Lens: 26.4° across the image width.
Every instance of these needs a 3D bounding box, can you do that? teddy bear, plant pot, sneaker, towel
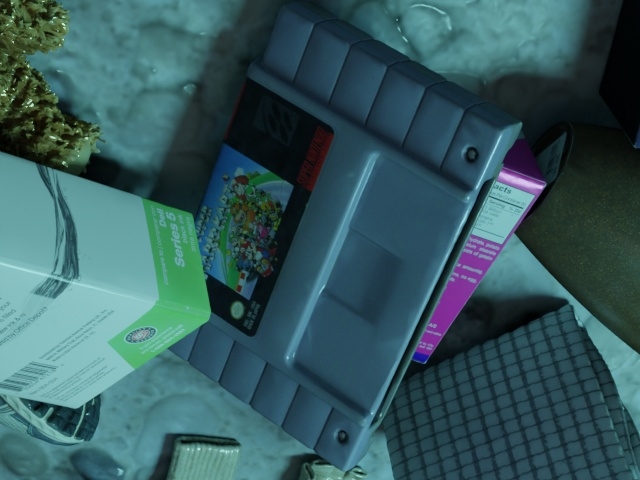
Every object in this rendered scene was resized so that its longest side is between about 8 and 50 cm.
[{"bbox_3d":[-0.317,-0.139,1.092,0.245,0.113,0.338,-34,133,24],"label":"teddy bear"},{"bbox_3d":[0.292,-0.010,1.238,0.230,0.215,0.215,28,118,-13],"label":"plant pot"},{"bbox_3d":[-0.332,0.111,1.282,0.122,0.110,0.283,-29,125,34],"label":"sneaker"},{"bbox_3d":[0.196,0.222,1.326,0.235,0.284,0.121,-23,128,9],"label":"towel"}]

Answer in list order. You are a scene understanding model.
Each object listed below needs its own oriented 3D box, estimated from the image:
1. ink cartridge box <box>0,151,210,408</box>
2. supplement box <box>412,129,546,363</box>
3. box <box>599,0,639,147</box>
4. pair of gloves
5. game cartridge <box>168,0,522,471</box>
[{"bbox_3d":[-0.262,0.034,1.139,0.198,0.115,0.273,-33,145,32],"label":"ink cartridge box"},{"bbox_3d":[0.093,-0.014,1.239,0.114,0.111,0.220,19,120,-22],"label":"supplement box"},{"bbox_3d":[0.363,-0.210,1.149,0.184,0.103,0.261,-2,127,-12],"label":"box"},{"bbox_3d":[-0.074,0.310,1.496,0.240,0.042,0.204,14,123,-20],"label":"pair of gloves"},{"bbox_3d":[0.000,0.000,1.174,0.230,0.068,0.355,30,118,16],"label":"game cartridge"}]
